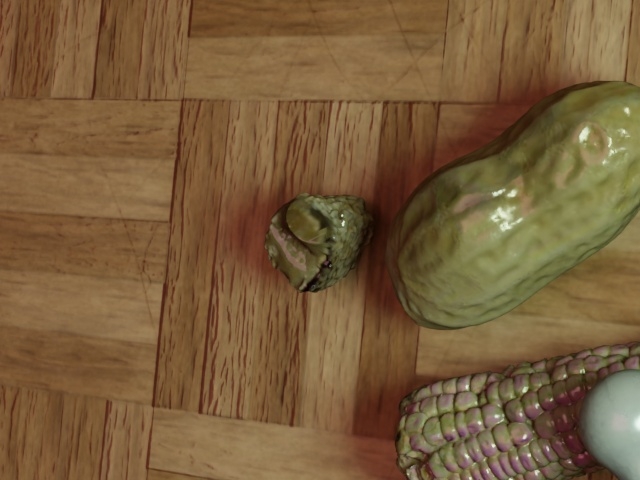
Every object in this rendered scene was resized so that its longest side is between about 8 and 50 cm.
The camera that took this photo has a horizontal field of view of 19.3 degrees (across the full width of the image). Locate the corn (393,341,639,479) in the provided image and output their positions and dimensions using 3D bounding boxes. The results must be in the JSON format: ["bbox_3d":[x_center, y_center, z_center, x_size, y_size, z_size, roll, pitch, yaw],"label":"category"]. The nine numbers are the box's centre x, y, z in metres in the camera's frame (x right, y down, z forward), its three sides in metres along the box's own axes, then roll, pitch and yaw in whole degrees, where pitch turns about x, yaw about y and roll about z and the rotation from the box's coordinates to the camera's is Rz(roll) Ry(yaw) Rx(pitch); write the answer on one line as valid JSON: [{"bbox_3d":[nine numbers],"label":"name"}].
[{"bbox_3d":[0.219,0.155,1.666,0.335,0.126,0.126,-18,75,27],"label":"corn"}]

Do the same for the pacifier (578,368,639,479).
[{"bbox_3d":[0.283,0.213,1.515,0.299,0.244,0.233,-24,76,1],"label":"pacifier"}]

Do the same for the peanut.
[{"bbox_3d":[0.182,-0.033,1.694,0.313,0.152,0.152,-34,67,27],"label":"peanut"}]

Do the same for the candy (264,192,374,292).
[{"bbox_3d":[0.000,0.000,1.847,0.085,0.110,0.095,50,125,19],"label":"candy"}]
